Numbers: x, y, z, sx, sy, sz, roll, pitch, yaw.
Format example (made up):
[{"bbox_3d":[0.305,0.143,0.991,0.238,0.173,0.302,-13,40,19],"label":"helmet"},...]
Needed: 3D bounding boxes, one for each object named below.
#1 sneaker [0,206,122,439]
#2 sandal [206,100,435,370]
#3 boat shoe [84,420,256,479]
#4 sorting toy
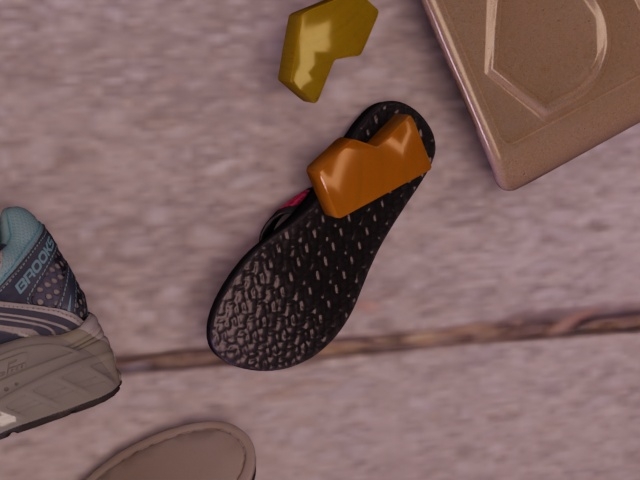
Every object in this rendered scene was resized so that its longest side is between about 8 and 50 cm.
[{"bbox_3d":[-0.237,0.059,0.799,0.283,0.110,0.122,-18,89,-41],"label":"sneaker"},{"bbox_3d":[0.000,0.000,0.917,0.067,0.040,0.179,44,69,-21],"label":"sandal"},{"bbox_3d":[-0.112,0.180,0.900,0.206,0.075,0.065,-43,148,-13],"label":"boat shoe"},{"bbox_3d":[0.103,-0.149,0.918,0.307,0.041,0.229,-28,107,-17],"label":"sorting toy"}]
